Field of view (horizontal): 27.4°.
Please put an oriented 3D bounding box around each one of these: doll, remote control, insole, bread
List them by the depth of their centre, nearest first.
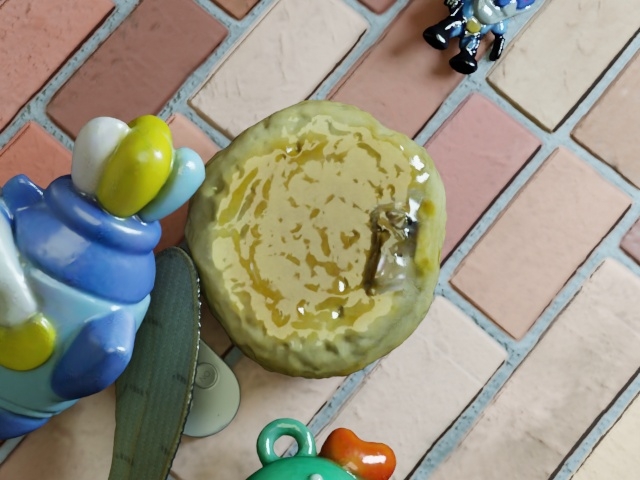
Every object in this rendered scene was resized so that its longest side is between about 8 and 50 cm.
[{"bbox_3d":[-0.274,0.042,1.059,0.366,0.376,0.187,-3,52,-8],"label":"doll"},{"bbox_3d":[-0.156,0.176,1.117,0.009,0.119,0.348,12,92,-40],"label":"insole"},{"bbox_3d":[0.000,0.000,1.161,0.244,0.134,0.244,1,80,-4],"label":"bread"},{"bbox_3d":[-0.170,0.081,1.192,0.245,0.022,0.077,44,79,7],"label":"remote control"},{"bbox_3d":[0.178,-0.249,1.254,0.096,0.070,0.195,43,81,-24],"label":"doll"}]

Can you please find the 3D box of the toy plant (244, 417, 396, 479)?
[{"bbox_3d":[-0.025,0.340,1.069,0.279,0.185,0.400,-9,69,26],"label":"toy plant"}]
